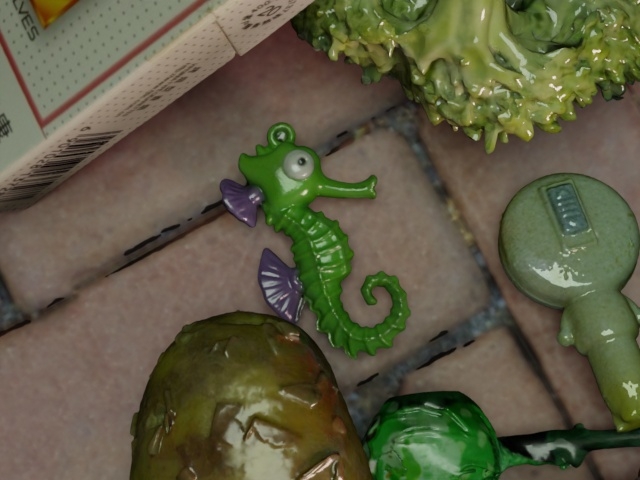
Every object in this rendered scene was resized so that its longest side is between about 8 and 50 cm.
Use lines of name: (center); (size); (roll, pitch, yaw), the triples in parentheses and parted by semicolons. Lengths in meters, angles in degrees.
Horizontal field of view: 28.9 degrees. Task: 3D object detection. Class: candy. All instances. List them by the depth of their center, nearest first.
candy: (0.189, 0.149, 0.902); (0.323, 0.097, 0.097); (-3, 82, -7)

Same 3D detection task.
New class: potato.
potato: (-0.045, 0.196, 0.854); (0.176, 0.141, 0.298); (-15, 79, 30)

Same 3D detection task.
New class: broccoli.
broccoli: (0.118, -0.212, 0.797); (0.353, 0.397, 0.275); (28, 84, -35)

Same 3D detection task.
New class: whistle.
whistle: (0.196, 0.040, 0.899); (0.104, 0.057, 0.198); (-14, 65, -6)

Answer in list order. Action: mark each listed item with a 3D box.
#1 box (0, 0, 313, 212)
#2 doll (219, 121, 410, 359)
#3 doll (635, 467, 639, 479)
box: (-0.172, -0.180, 0.854); (0.330, 0.095, 0.210); (-31, 81, 32)
doll: (0.000, 0.000, 0.932); (0.115, 0.050, 0.190); (-24, 84, 4)
doll: (0.169, 0.236, 0.845); (0.290, 0.161, 0.130); (-29, 59, -12)
